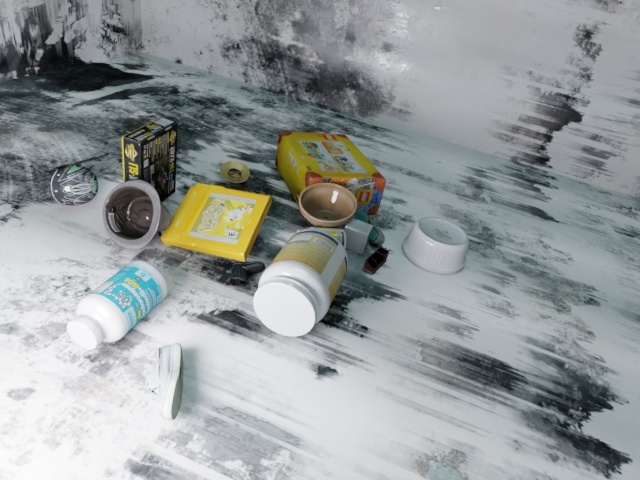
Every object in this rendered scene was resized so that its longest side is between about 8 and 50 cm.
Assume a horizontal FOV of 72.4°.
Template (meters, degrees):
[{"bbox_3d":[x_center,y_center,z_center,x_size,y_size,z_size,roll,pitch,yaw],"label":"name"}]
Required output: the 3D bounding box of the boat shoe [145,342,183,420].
[{"bbox_3d":[-0.388,0.350,1.085,0.081,0.079,0.227,-5,32,-10],"label":"boat shoe"}]

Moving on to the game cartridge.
[{"bbox_3d":[-0.376,-0.079,1.605,0.324,0.052,0.285,12,57,10],"label":"game cartridge"}]

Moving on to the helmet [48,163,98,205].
[{"bbox_3d":[-0.923,-0.207,1.636,0.162,0.169,0.169,19,30,40],"label":"helmet"}]

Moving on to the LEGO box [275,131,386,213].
[{"bbox_3d":[0.029,-0.335,2.113,0.373,0.193,0.500,-3,37,-22],"label":"LEGO box"}]

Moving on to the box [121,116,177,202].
[{"bbox_3d":[-0.653,-0.281,1.691,0.080,0.321,0.257,17,35,4],"label":"box"}]

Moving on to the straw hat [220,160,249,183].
[{"bbox_3d":[-0.401,-0.300,2.038,0.145,0.061,0.144,8,51,-10],"label":"straw hat"}]

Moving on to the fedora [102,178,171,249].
[{"bbox_3d":[-0.629,-0.088,1.544,0.276,0.243,0.124,6,-1,23],"label":"fedora"}]

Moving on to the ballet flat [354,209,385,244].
[{"bbox_3d":[0.212,-0.052,1.891,0.068,0.072,0.213,24,24,-36],"label":"ballet flat"}]

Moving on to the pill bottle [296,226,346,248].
[{"bbox_3d":[0.000,0.000,1.694,0.184,0.103,0.103,3,35,-15],"label":"pill bottle"}]

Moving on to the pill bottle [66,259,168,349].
[{"bbox_3d":[-0.557,0.178,1.207,0.146,0.146,0.264,20,35,10],"label":"pill bottle"}]

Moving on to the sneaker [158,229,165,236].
[{"bbox_3d":[-0.592,-0.054,1.637,0.098,0.038,0.069,40,40,21],"label":"sneaker"}]

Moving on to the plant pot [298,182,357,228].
[{"bbox_3d":[0.027,-0.122,1.795,0.238,0.109,0.237,3,47,-3],"label":"plant pot"}]

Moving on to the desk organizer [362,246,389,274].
[{"bbox_3d":[0.216,0.077,1.700,0.047,0.050,0.130,28,36,21],"label":"desk organizer"}]

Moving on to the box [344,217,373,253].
[{"bbox_3d":[0.146,-0.019,1.772,0.102,0.101,0.087,21,35,12],"label":"box"}]

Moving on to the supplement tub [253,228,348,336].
[{"bbox_3d":[-0.057,0.126,1.376,0.229,0.228,0.316,20,34,10],"label":"supplement tub"}]

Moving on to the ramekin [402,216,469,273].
[{"bbox_3d":[0.489,0.010,1.823,0.273,0.127,0.272,9,34,-6],"label":"ramekin"}]

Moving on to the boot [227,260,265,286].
[{"bbox_3d":[-0.252,0.114,1.495,0.121,0.045,0.099,2,32,-4],"label":"boot"}]
